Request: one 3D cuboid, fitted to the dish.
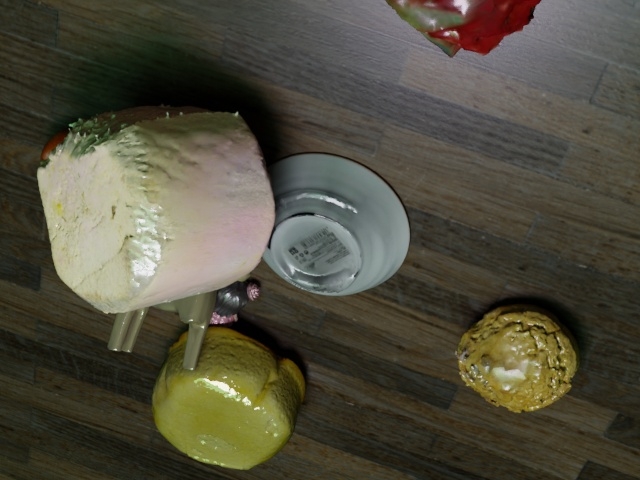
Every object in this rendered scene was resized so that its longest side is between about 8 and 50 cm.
[{"bbox_3d":[0.000,0.000,1.505,0.260,0.085,0.260,9,127,11],"label":"dish"}]

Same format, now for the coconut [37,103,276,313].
[{"bbox_3d":[-0.213,-0.057,1.402,0.297,0.309,0.298,11,107,38],"label":"coconut"}]

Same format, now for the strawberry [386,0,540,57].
[{"bbox_3d":[0.156,-0.401,1.057,0.317,0.295,0.345,40,106,4],"label":"strawberry"}]

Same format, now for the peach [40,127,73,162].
[{"bbox_3d":[-0.375,-0.127,1.527,0.100,0.101,0.101,8,127,11],"label":"peach"}]

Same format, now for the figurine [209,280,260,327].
[{"bbox_3d":[-0.154,0.110,1.652,0.072,0.054,0.129,26,130,-8],"label":"figurine"}]

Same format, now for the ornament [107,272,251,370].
[{"bbox_3d":[-0.221,0.082,1.606,0.230,0.061,0.245,12,87,30],"label":"ornament"}]

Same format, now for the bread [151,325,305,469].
[{"bbox_3d":[-0.162,0.270,1.707,0.269,0.148,0.270,6,131,7],"label":"bread"}]

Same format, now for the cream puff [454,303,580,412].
[{"bbox_3d":[0.299,0.185,1.519,0.189,0.129,0.189,7,124,10],"label":"cream puff"}]
